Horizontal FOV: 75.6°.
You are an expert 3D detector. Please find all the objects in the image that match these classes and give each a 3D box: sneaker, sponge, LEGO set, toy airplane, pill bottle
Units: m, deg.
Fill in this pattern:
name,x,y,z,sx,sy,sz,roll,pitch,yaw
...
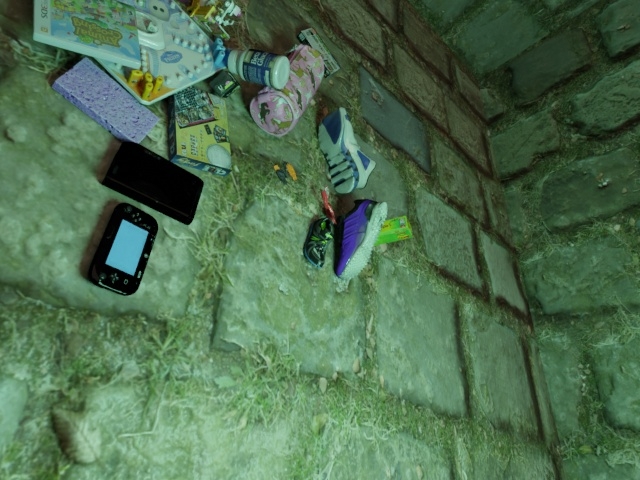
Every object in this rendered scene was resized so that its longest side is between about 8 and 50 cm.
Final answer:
name,x,y,z,sx,sy,sz,roll,pitch,yaw
sneaker,0.104,-0.012,1.386,0.293,0.146,0.102,-62,150,-12
sponge,-0.504,-0.326,0.984,0.210,0.031,0.117,41,45,-24
LEGO set,-0.343,-0.730,1.323,0.107,0.132,0.287,41,12,-52
toy airplane,0.026,-0.111,1.375,0.151,0.028,0.151,-14,90,-88
pill bottle,-0.186,-0.517,1.229,0.169,0.094,0.094,18,43,14
sneaker,0.109,-0.323,1.563,0.182,0.127,0.315,-3,78,-51
sneaker,0.000,0.000,1.293,0.067,0.078,0.188,32,48,-28

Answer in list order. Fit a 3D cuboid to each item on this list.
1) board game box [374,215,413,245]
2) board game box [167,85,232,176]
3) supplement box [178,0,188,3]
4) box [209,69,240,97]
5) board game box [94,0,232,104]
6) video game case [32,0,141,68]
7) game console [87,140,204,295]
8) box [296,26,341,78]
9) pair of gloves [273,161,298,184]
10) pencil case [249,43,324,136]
name,x,y,z,sx,sy,sz,roll,pitch,yaw
board game box,0.223,-0.028,1.445,0.092,0.181,0.043,44,38,-56
board game box,-0.334,-0.310,1.143,0.165,0.042,0.243,11,62,-43
supplement box,-0.444,-0.797,1.292,0.055,0.043,0.083,-6,73,-48
box,-0.287,-0.469,1.241,0.052,0.062,0.083,51,13,-12
board game box,-0.475,-0.582,1.104,0.390,0.050,0.390,45,44,-9
video game case,-0.533,-0.503,0.948,0.212,0.023,0.193,3,64,-39
game console,-0.399,-0.045,0.932,0.213,0.044,0.361,29,51,-33
box,-0.005,-0.800,1.756,0.207,0.036,0.114,52,41,-11
pair of gloves,-0.112,-0.221,1.350,0.083,0.010,0.074,-32,93,-49
pencil case,-0.104,-0.519,1.408,0.167,0.160,0.386,33,48,-16
